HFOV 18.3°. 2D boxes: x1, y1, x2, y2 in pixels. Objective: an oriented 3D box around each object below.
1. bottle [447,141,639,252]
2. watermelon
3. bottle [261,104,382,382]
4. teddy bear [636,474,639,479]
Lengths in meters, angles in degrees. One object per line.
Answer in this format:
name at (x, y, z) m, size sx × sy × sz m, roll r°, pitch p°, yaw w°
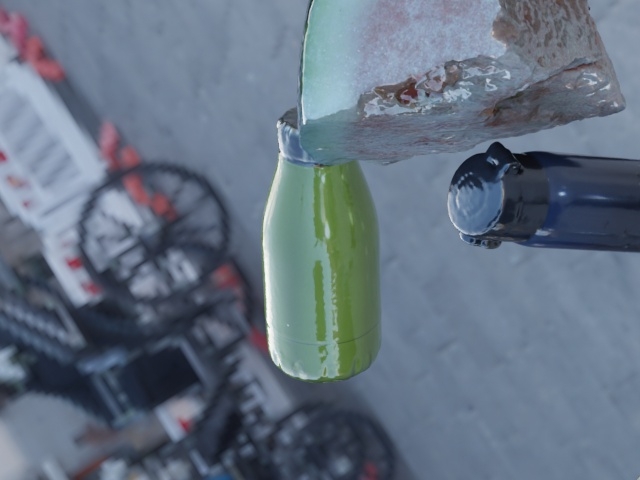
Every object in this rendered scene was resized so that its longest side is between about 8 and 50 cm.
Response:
bottle at (0.205, -0.025, 1.476) m, size 0.072 × 0.244 × 0.082 m, roll 57°, pitch 131°, yaw 42°
watermelon at (0.090, -0.162, 1.430) m, size 0.232 × 0.310 × 0.193 m, roll 42°, pitch -161°, yaw 28°
bottle at (0.000, 0.000, 1.846) m, size 0.112 × 0.112 × 0.260 m, roll -135°, pitch 36°, yaw -52°
teddy bear at (0.291, 0.164, 1.236) m, size 0.357 × 0.224 × 0.367 m, roll -164°, pitch 79°, yaw -69°
